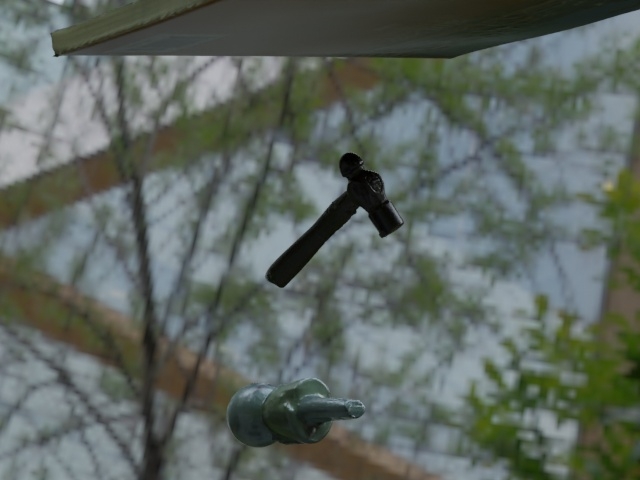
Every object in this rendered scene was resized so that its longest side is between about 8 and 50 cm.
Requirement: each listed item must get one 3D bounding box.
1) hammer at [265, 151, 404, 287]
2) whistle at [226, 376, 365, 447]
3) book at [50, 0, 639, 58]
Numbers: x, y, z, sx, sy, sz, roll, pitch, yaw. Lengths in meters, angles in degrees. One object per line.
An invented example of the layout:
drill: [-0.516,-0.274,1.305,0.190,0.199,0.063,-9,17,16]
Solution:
hammer: [0.000,0.000,1.370,0.065,0.021,0.178,55,-38,7]
whistle: [-0.015,0.090,0.983,0.035,0.035,0.100,34,-27,-33]
book: [0.035,-0.158,1.321,0.374,0.028,0.262,-4,-4,-37]
